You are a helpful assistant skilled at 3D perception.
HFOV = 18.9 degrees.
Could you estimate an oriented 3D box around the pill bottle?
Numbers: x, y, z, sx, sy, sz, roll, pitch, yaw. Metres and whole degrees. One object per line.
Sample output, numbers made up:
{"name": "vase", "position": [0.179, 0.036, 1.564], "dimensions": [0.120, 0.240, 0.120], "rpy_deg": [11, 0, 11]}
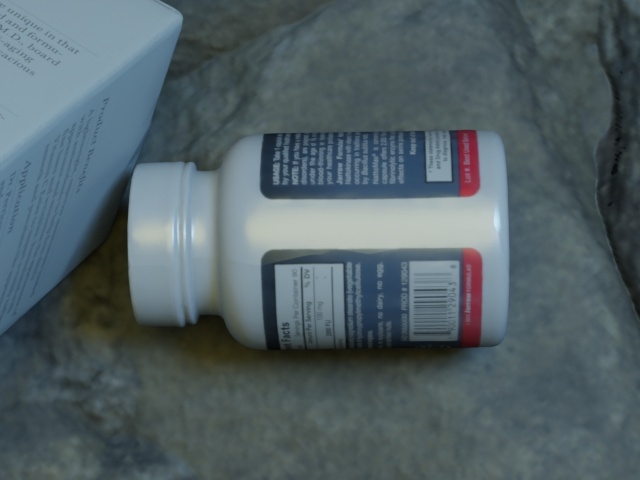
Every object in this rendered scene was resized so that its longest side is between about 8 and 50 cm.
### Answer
{"name": "pill bottle", "position": [0.000, 0.000, 0.944], "dimensions": [0.180, 0.108, 0.108], "rpy_deg": [0, 76, 2]}

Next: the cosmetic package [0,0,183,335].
{"name": "cosmetic package", "position": [-0.186, -0.050, 0.901], "dimensions": [0.151, 0.151, 0.183], "rpy_deg": [31, 36, 8]}
